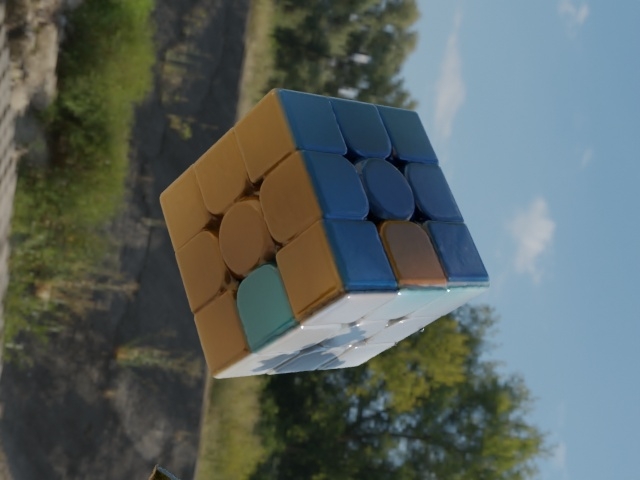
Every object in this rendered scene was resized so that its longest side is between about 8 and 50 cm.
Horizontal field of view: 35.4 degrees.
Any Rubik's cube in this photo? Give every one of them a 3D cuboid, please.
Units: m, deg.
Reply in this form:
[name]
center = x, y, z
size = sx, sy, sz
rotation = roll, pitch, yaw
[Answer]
[Rubik's cube]
center = 0.000, 0.000, 1.373
size = 0.291, 0.290, 0.291
rotation = -36, -115, 39

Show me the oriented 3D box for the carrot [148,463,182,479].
[carrot]
center = -0.189, 0.402, 1.441
size = 0.082, 0.173, 0.082
rotation = -51, -176, 5
